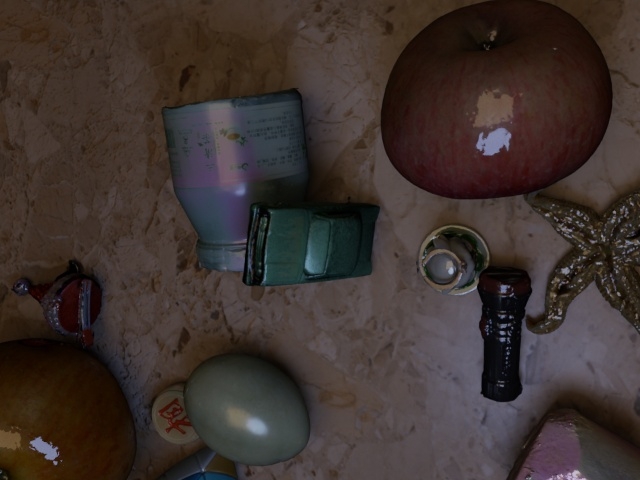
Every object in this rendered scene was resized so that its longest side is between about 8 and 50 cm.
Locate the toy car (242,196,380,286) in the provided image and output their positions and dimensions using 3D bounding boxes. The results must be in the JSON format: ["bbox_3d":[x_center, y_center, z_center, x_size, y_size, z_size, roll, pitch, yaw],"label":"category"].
[{"bbox_3d":[0.000,0.000,1.239,0.097,0.321,0.141,13,99,35],"label":"toy car"}]

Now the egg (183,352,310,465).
[{"bbox_3d":[-0.134,0.310,1.373,0.253,0.186,0.186,25,102,13],"label":"egg"}]

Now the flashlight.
[{"bbox_3d":[0.305,0.162,1.269,0.093,0.093,0.231,5,109,16],"label":"flashlight"}]

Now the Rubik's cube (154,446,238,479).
[{"bbox_3d":[-0.213,0.520,1.446,0.255,0.254,0.254,2,96,16],"label":"Rubik's cube"}]

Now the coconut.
[{"bbox_3d":[0.431,0.413,1.196,0.245,0.233,0.233,32,103,16],"label":"coconut"}]

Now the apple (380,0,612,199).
[{"bbox_3d":[0.259,-0.218,1.136,0.345,0.344,0.269,-1,118,16],"label":"apple"}]

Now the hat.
[{"bbox_3d":[-0.547,0.124,1.534,0.228,0.129,0.140,11,121,33],"label":"hat"}]

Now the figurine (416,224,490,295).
[{"bbox_3d":[0.214,0.041,1.263,0.132,0.154,0.132,2,95,17],"label":"figurine"}]

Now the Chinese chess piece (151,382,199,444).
[{"bbox_3d":[-0.275,0.344,1.489,0.122,0.051,0.122,2,96,15],"label":"Chinese chess piece"}]

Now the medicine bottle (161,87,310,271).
[{"bbox_3d":[-0.135,-0.106,1.310,0.245,0.245,0.289,-4,103,17],"label":"medicine bottle"}]

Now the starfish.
[{"bbox_3d":[0.465,0.017,1.219,0.327,0.094,0.375,34,111,10],"label":"starfish"}]

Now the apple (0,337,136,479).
[{"bbox_3d":[-0.567,0.382,1.431,0.401,0.333,0.399,1,95,17],"label":"apple"}]
